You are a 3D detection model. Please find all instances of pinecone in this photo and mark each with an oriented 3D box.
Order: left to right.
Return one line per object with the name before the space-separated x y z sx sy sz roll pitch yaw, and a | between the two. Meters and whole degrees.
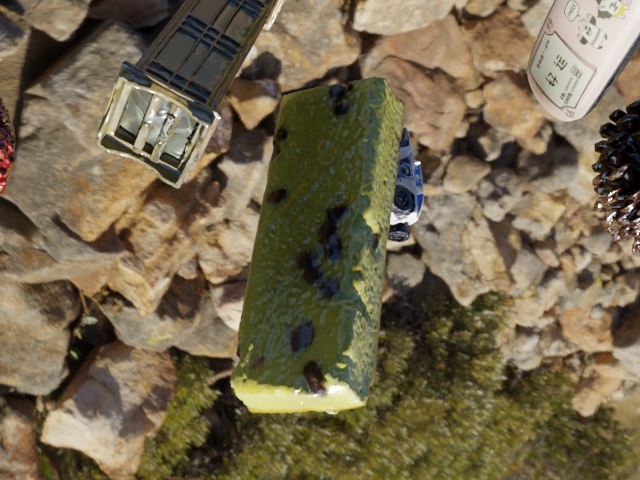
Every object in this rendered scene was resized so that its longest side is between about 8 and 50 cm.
pinecone | 0.592 -0.119 1.243 0.246 0.246 0.292 19 54 -35

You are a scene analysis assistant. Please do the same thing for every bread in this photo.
bread | 0.000 0.000 0.759 0.077 0.138 0.361 43 49 -55

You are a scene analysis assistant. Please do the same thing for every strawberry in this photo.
strawberry | -0.397 -0.110 0.809 0.086 0.145 0.145 -12 108 -38

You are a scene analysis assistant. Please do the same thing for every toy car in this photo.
toy car | 0.105 -0.081 1.030 0.070 0.080 0.171 8 67 -29

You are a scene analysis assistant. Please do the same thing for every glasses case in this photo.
glasses case | 0.359 -0.282 0.931 0.075 0.122 0.314 -23 156 -19

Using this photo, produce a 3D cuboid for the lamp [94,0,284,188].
lamp | -0.107 -0.192 0.702 0.090 0.089 0.325 29 42 -10
